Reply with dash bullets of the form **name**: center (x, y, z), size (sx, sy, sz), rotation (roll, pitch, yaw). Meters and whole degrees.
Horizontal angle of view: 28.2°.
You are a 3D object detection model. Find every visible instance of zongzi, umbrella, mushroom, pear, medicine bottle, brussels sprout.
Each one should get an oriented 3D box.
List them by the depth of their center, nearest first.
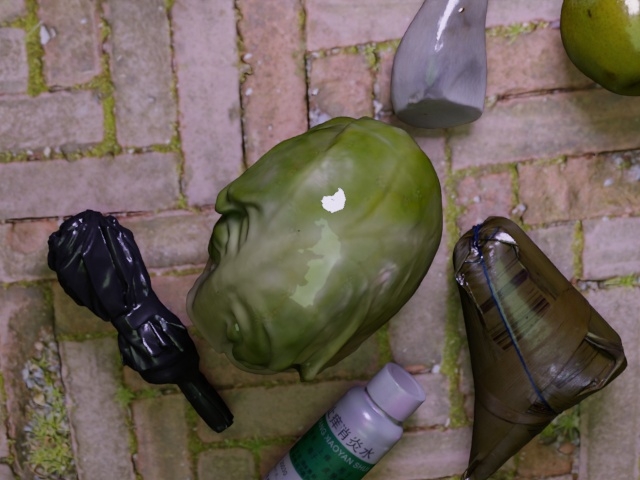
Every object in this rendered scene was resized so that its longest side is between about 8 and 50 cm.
- **pear**: center (0.355, -0.270, 1.414), size (0.180, 0.166, 0.216), rotation (-4, 82, 16)
- **brussels sprout**: center (0.000, 0.000, 1.452), size (0.328, 0.328, 0.247), rotation (-43, 73, 15)
- **mushroom**: center (0.144, -0.237, 1.469), size (0.116, 0.093, 0.225), rotation (3, 100, -18)
- **zongzi**: center (0.198, 0.142, 1.574), size (0.289, 0.123, 0.260), rotation (-42, 97, 19)
- **umbrella**: center (-0.216, 0.108, 1.598), size (0.118, 0.118, 0.340), rotation (-33, 110, 12)
- **medicine bottle**: center (0.025, 0.268, 1.635), size (0.095, 0.095, 0.260), rotation (40, 104, -10)
